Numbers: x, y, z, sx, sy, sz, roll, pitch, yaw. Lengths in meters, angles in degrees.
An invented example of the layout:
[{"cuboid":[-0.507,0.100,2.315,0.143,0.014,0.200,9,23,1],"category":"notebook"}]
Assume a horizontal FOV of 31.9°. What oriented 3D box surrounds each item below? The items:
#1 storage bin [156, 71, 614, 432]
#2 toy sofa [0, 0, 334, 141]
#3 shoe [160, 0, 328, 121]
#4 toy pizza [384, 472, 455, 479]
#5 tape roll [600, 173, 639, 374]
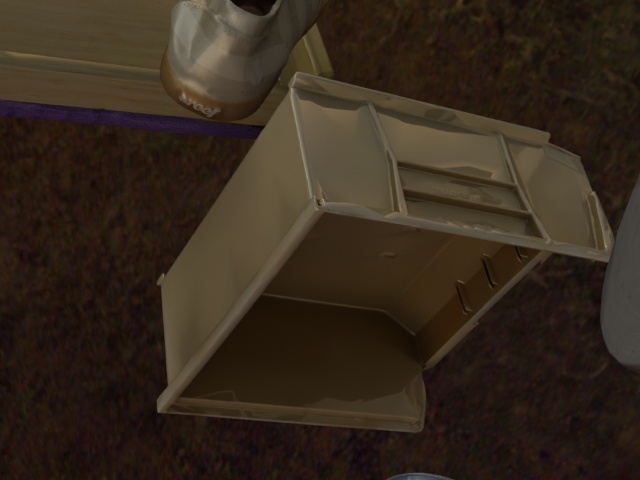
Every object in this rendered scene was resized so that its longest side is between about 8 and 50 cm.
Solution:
[{"cuboid":[0.041,0.027,0.849,0.260,0.262,0.123,10,49,-28],"category":"storage bin"},{"cuboid":[-0.190,-0.130,0.824,0.362,0.177,0.150,2,51,-29],"category":"toy sofa"},{"cuboid":[-0.029,-0.144,0.594,0.076,0.058,0.219,18,39,-5],"category":"shoe"},{"cuboid":[0.152,0.333,1.280,0.201,0.201,0.032,29,45,8],"category":"toy pizza"},{"cuboid":[0.197,-0.033,0.441,0.072,0.219,0.219,26,60,-2],"category":"tape roll"}]
